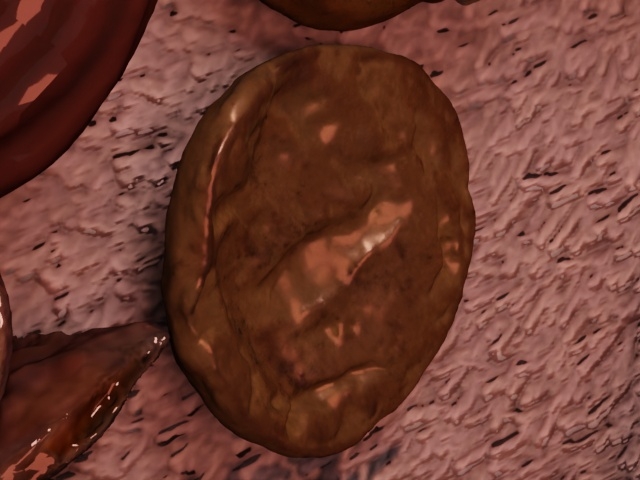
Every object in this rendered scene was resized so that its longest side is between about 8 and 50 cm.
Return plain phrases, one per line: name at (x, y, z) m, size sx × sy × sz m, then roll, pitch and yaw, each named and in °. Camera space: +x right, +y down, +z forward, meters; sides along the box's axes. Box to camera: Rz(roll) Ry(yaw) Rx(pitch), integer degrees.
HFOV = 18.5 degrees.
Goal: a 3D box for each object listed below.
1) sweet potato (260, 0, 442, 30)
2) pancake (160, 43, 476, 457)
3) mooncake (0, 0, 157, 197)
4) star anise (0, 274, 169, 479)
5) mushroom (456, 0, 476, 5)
sweet potato at (-0.019, -0.165, 1.033) m, size 0.233 × 0.062 × 0.081 m, roll 30°, pitch 83°, yaw -34°
pancake at (0.000, 0.000, 1.084) m, size 0.242 × 0.050 × 0.242 m, roll -18°, pitch 116°, yaw -42°
mooncake at (-0.214, -0.181, 0.857) m, size 0.334 × 0.174 × 0.326 m, roll 32°, pitch 89°, yaw -32°
star anise at (-0.216, 0.133, 0.969) m, size 0.332 × 0.117 × 0.331 m, roll -13°, pitch 111°, yaw -35°
mushroom at (0.051, -0.234, 1.030) m, size 0.081 × 0.092 × 0.223 m, roll -32°, pitch 98°, yaw -15°
